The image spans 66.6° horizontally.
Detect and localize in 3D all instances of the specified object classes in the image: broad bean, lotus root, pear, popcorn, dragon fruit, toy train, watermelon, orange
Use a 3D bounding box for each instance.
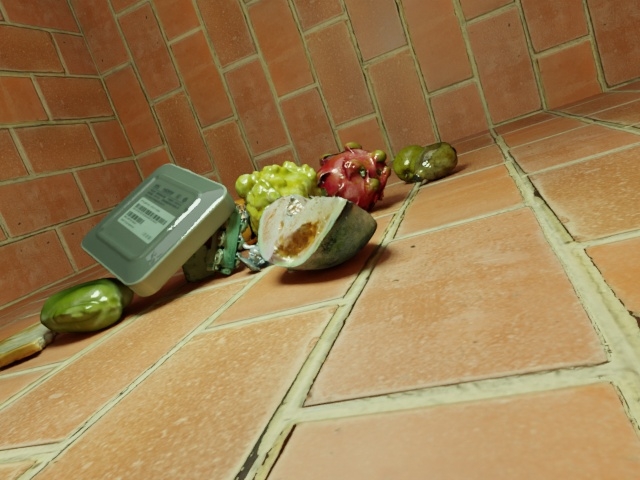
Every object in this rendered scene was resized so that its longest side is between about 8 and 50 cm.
[{"bbox_3d":[-0.626,0.175,1.322,0.238,0.119,0.291,-24,12,-37],"label":"broad bean"},{"bbox_3d":[0.418,-0.283,1.796,0.214,0.138,0.138,-42,20,-29],"label":"lotus root"},{"bbox_3d":[0.364,-0.302,1.935,0.149,0.148,0.162,-12,25,36],"label":"pear"},{"bbox_3d":[-0.113,-0.095,1.377,0.235,0.241,0.250,-35,-13,32],"label":"popcorn"},{"bbox_3d":[0.086,-0.172,1.585,0.243,0.307,0.227,23,-2,3],"label":"dragon fruit"},{"bbox_3d":[-0.273,0.002,1.401,0.081,0.193,0.125,14,-13,-36],"label":"toy train"},{"bbox_3d":[-0.003,0.006,1.086,0.322,0.188,0.175,15,80,61],"label":"watermelon"},{"bbox_3d":[-0.289,-0.056,1.780,0.235,0.182,0.234,-32,9,6],"label":"orange"}]

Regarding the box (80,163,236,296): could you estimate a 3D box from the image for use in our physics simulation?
[{"bbox_3d":[-0.468,-0.052,1.389,0.367,0.090,0.373,24,66,39],"label":"box"}]

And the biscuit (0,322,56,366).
[{"bbox_3d":[-0.824,0.289,1.320,0.205,0.040,0.309,-22,10,-16],"label":"biscuit"}]

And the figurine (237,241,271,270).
[{"bbox_3d":[-0.172,0.037,1.316,0.086,0.094,0.082,-51,-23,-11],"label":"figurine"}]

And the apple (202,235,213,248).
[{"bbox_3d":[-0.423,-0.054,1.601,0.234,0.233,0.234,-19,10,4],"label":"apple"}]

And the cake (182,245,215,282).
[{"bbox_3d":[-0.371,0.054,1.556,0.100,0.099,0.235,-17,10,2],"label":"cake"}]
